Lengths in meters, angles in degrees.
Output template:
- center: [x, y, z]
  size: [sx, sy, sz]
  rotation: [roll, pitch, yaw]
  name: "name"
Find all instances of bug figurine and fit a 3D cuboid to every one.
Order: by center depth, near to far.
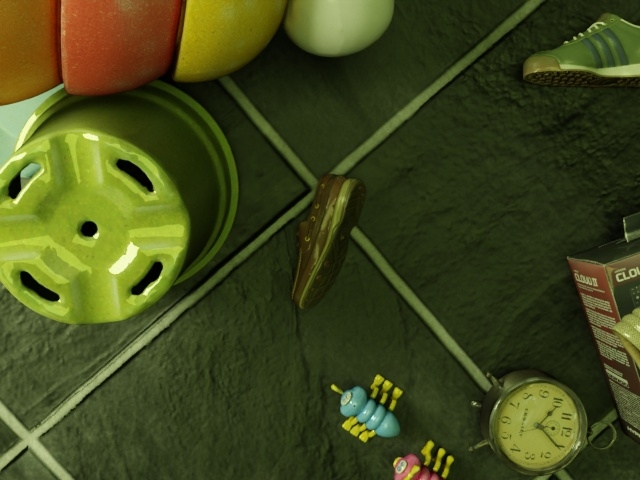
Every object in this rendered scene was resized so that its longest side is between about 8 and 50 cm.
- center: [0.053, 0.328, 0.858]
  size: [0.216, 0.072, 0.279]
  rotation: [32, 91, -5]
  name: "bug figurine"

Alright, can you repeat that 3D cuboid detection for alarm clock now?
- center: [0.296, 0.241, 0.871]
  size: [0.192, 0.064, 0.129]
  rotation: [13, 93, -2]
  name: "alarm clock"

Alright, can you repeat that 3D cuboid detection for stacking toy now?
- center: [-0.155, -0.259, 0.650]
  size: [0.479, 0.350, 0.351]
  rotation: [7, 93, -19]
  name: "stacking toy"

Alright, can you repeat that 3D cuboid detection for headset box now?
- center: [0.469, 0.097, 0.848]
  size: [0.218, 0.110, 0.293]
  rotation: [-20, 95, -2]
  name: "headset box"

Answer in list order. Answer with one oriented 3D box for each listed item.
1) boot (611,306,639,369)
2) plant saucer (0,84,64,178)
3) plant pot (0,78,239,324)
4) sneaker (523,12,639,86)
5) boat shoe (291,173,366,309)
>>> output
- center: [0.481, 0.127, 0.746]
  size: [0.203, 0.095, 0.262]
  rotation: [-45, 94, -1]
  name: "boot"
- center: [-0.348, -0.173, 0.805]
  size: [0.194, 0.037, 0.195]
  rotation: [-3, 109, -8]
  name: "plant saucer"
- center: [-0.224, -0.036, 0.704]
  size: [0.276, 0.254, 0.276]
  rotation: [-2, 105, -7]
  name: "plant pot"
- center: [0.352, -0.246, 0.847]
  size: [0.192, 0.064, 0.086]
  rotation: [0, 86, -4]
  name: "sneaker"
- center: [0.000, 0.000, 0.845]
  size: [0.060, 0.064, 0.178]
  rotation: [21, 91, 26]
  name: "boat shoe"
